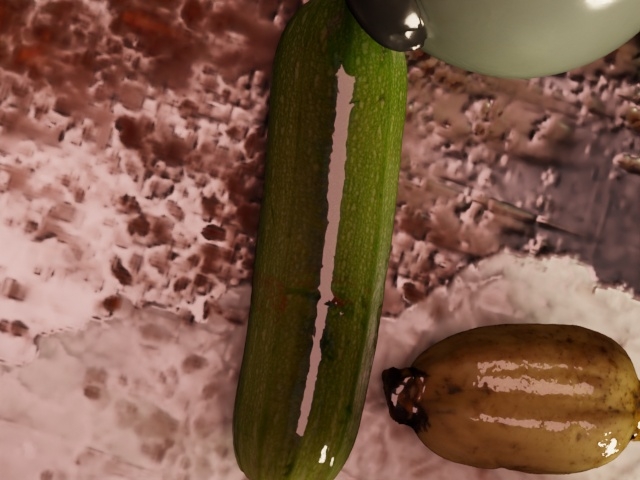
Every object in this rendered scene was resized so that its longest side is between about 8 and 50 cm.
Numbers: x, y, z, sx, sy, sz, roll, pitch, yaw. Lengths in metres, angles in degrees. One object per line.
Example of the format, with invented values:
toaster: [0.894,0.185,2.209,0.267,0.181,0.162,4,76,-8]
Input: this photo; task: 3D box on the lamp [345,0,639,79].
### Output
lamp: [0.114,-0.164,0.792,0.244,0.198,0.197,11,89,-35]

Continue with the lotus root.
lotus root: [0.102,0.075,0.842,0.152,0.063,0.072,8,62,-6]

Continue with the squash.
squash: [0.000,0.000,0.820,0.066,0.066,0.229,8,90,-12]
